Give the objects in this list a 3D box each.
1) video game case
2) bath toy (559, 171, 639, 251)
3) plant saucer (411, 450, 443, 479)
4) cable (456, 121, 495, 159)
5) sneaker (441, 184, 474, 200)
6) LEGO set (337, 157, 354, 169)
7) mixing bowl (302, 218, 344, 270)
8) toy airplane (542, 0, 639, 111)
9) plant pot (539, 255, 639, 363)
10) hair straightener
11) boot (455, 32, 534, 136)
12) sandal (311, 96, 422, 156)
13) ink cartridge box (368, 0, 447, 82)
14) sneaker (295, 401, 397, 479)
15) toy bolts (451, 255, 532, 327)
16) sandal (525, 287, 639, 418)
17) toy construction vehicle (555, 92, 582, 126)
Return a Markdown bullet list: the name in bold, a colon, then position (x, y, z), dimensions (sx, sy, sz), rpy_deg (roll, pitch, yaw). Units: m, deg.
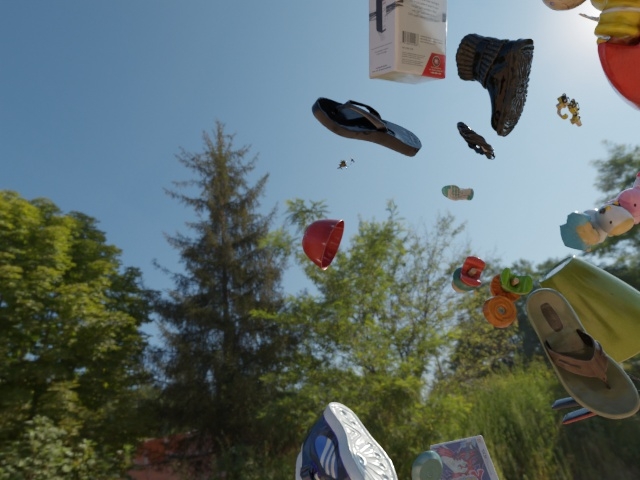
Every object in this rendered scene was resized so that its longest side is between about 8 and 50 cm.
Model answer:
- **video game case**: position (0.525, 0.827, 1.530), dimensions (0.201, 0.183, 0.023), rpy_deg (-14, -46, 3)
- **bath toy**: position (0.841, -0.092, 1.171), dimensions (0.348, 0.129, 0.151), rpy_deg (-25, 17, -15)
- **plant saucer**: position (0.346, 0.735, 1.333), dimensions (0.119, 0.119, 0.021), rpy_deg (2, -1, -21)
- **cable**: position (0.524, -0.351, 1.449), dimensions (0.150, 0.184, 0.047), rpy_deg (26, -64, -40)
- **sneaker**: position (0.543, -0.190, 1.702), dimensions (0.166, 0.065, 0.076), rpy_deg (7, 2, -32)
- **LEGO set**: position (0.111, -0.345, 1.871), dimensions (0.083, 0.023, 0.054), rpy_deg (-15, -44, 4)
- **mixing bowl**: position (0.000, 0.000, 1.403), dimensions (0.098, 0.181, 0.181), rpy_deg (21, -23, 15)
- **toy airplane**: position (0.467, -0.435, 0.606), dimensions (0.272, 0.384, 0.386), rpy_deg (5, -39, 40)
- **plant pot**: position (0.865, 0.201, 1.343), dimensions (0.275, 0.293, 0.275), rpy_deg (-39, -13, -11)
- **hair straightener**: position (0.650, 0.367, 0.997), dimensions (0.047, 0.089, 0.230), rpy_deg (-23, -18, -39)
- **boot**: position (0.624, -0.578, 1.557), dimensions (0.131, 0.260, 0.348), rpy_deg (-18, -59, -36)
- **sandal**: position (0.098, -0.238, 0.831), dimensions (0.254, 0.097, 0.054), rpy_deg (9, -44, -27)
- **ink cartridge box**: position (0.236, -0.577, 1.127), dimensions (0.197, 0.273, 0.114), rpy_deg (-8, 13, -35)
- **sneaker**: position (0.042, 0.578, 1.006), dimensions (0.130, 0.323, 0.236), rpy_deg (25, -83, -25)
- **toy bolts**: position (0.540, 0.178, 1.389), dimensions (0.228, 0.218, 0.158), rpy_deg (25, -24, 9)
- **sandal**: position (0.554, 0.242, 0.917), dimensions (0.120, 0.303, 0.086), rpy_deg (-34, -28, 13)
- **toy construction vehicle**: position (0.695, -0.364, 1.175), dimensions (0.086, 0.098, 0.035), rpy_deg (23, -32, -30)
